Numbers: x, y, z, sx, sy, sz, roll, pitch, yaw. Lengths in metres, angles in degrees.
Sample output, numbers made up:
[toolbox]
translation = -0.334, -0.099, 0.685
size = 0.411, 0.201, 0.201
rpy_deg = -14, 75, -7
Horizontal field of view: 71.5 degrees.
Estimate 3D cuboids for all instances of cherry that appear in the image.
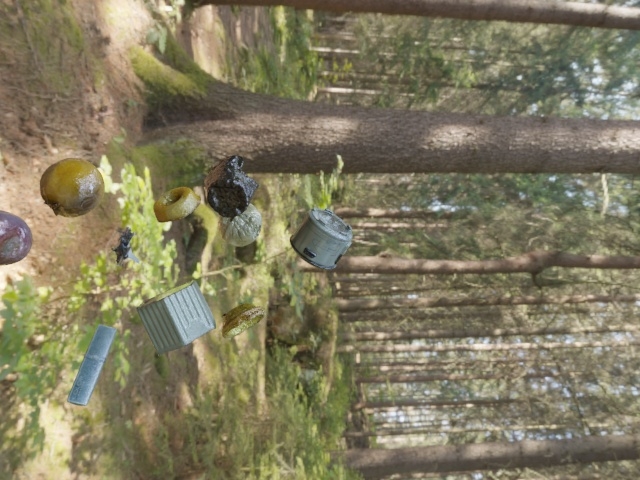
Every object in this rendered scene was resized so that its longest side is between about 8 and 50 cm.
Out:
[cherry]
translation = -1.177, -0.021, 1.591
size = 0.206, 0.239, 0.239
rpy_deg = -60, -169, 6

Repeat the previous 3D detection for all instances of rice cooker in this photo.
[rice cooker]
translation = 0.000, 0.000, 1.938
size = 0.227, 0.241, 0.280
rpy_deg = -57, 179, 21

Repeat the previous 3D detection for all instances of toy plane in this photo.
[toy plane]
translation = -0.757, 0.008, 1.713
size = 0.160, 0.082, 0.234
rpy_deg = -54, -134, 19

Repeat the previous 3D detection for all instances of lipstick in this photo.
[lipstick]
translation = -0.848, 0.462, 1.653
size = 0.076, 0.077, 0.290
rpy_deg = -38, -145, 59

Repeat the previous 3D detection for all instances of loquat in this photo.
[loquat]
translation = -0.952, -0.204, 1.717
size = 0.193, 0.238, 0.238
rpy_deg = 129, -38, -63

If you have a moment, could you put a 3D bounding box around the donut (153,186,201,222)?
[donut]
translation = -0.527, -0.133, 1.609
size = 0.162, 0.178, 0.065
rpy_deg = -80, 153, -49

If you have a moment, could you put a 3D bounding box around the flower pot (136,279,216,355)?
[flower pot]
translation = -0.509, 0.268, 1.585
size = 0.209, 0.239, 0.190
rpy_deg = -15, -78, 50

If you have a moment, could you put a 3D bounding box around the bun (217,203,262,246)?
[bun]
translation = -0.379, -0.088, 2.050
size = 0.134, 0.220, 0.221
rpy_deg = 48, 38, -68

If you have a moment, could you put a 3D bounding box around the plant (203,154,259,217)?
[plant]
translation = -0.370, -0.224, 1.837
size = 0.199, 0.188, 0.276
rpy_deg = -42, -150, 18

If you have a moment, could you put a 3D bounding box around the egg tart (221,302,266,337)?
[egg tart]
translation = -0.322, 0.320, 1.823
size = 0.090, 0.212, 0.213
rpy_deg = 59, -19, 20
